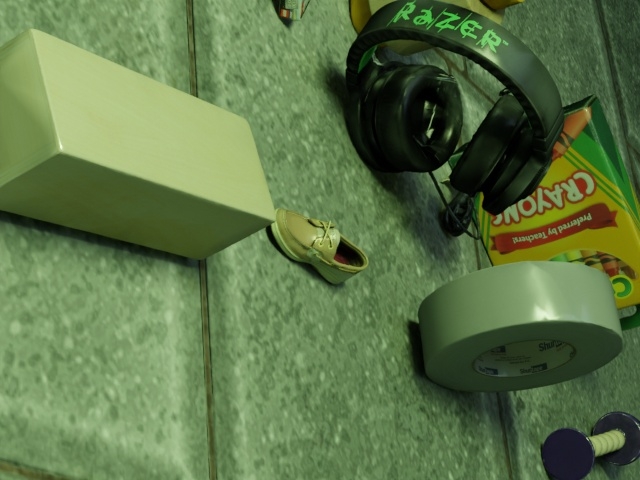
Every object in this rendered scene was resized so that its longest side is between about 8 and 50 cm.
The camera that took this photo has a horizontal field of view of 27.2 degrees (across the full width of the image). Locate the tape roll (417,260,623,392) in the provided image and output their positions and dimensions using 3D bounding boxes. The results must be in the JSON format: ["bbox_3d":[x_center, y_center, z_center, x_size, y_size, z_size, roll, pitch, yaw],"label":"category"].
[{"bbox_3d":[0.220,0.099,1.469,0.219,0.219,0.072,30,47,-52],"label":"tape roll"}]

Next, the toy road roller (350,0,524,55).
[{"bbox_3d":[0.104,-0.411,1.576,0.240,0.202,0.330,25,59,-49],"label":"toy road roller"}]

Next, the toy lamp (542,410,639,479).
[{"bbox_3d":[0.385,0.277,1.808,0.274,0.080,0.080,3,70,-62],"label":"toy lamp"}]

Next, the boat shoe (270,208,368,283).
[{"bbox_3d":[0.000,0.000,1.319,0.135,0.045,0.050,33,45,-50],"label":"boat shoe"}]

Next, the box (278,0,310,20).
[{"bbox_3d":[-0.015,-0.316,1.465,0.137,0.027,0.094,-70,169,-51],"label":"box"}]

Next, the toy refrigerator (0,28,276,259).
[{"bbox_3d":[-0.155,-0.064,1.032,0.269,0.094,0.102,17,51,-58],"label":"toy refrigerator"}]

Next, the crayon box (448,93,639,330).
[{"bbox_3d":[0.326,-0.007,1.750,0.319,0.202,0.081,65,28,-8],"label":"crayon box"}]

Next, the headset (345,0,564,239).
[{"bbox_3d":[0.165,-0.138,1.520,0.185,0.243,0.394,-57,158,-27],"label":"headset"}]
